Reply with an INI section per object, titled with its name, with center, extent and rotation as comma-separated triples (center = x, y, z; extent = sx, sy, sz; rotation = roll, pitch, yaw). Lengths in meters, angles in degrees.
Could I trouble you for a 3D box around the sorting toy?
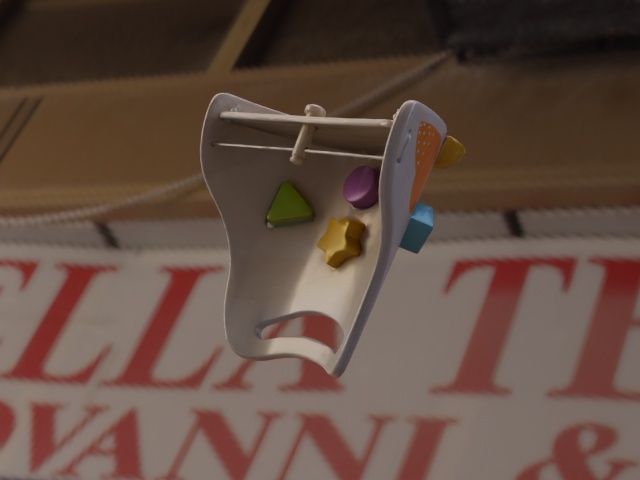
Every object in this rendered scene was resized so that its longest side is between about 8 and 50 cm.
[sorting toy]
center = 0.000, 0.000, 0.475
extent = 0.045, 0.075, 0.083
rotation = 23, -10, -41
